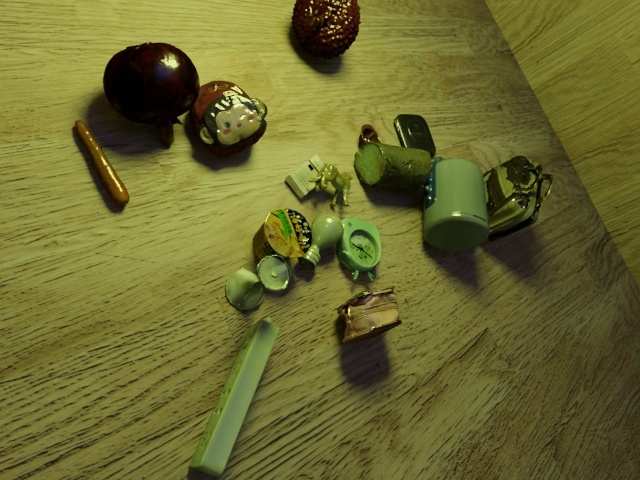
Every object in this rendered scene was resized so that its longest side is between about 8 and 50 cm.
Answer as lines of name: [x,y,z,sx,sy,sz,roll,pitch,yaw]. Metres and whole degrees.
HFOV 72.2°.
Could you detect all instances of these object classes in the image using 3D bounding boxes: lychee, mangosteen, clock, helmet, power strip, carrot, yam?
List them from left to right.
carrot: [-0.542,-0.192,1.084,0.043,0.043,0.248,-28,85,-40]
mangosteen: [-0.427,-0.375,1.150,0.235,0.235,0.262,-35,126,-40]
power strip: [-0.195,0.353,1.055,0.062,0.091,0.385,32,54,-17]
lychee: [0.023,-0.808,1.610,0.264,0.264,0.300,42,31,-13]
clock: [0.124,0.036,1.437,0.159,0.066,0.211,11,65,-31]
helmet: [0.176,-0.377,1.661,0.089,0.057,0.111,-12,78,-35]
yam: [0.282,-0.272,1.621,0.304,0.168,0.168,1,70,-34]

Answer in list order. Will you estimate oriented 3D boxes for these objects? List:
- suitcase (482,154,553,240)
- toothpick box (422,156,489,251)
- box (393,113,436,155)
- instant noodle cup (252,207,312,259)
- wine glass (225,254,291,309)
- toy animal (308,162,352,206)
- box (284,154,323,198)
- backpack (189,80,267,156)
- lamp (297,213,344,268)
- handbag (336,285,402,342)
suitcase: [0.802,-0.181,1.836,0.194,0.339,0.352,38,52,-16]
toothpick box: [0.503,-0.165,1.686,0.263,0.263,0.355,24,55,-25]
box: [0.407,-0.447,1.867,0.212,0.042,0.201,-8,73,-38]
instant noodle cup: [-0.116,-0.002,1.249,0.151,0.122,0.151,15,60,-28]
wine glass: [-0.159,0.105,1.130,0.122,0.183,0.122,14,62,-28]
toy animal: [0.039,-0.202,1.449,0.181,0.073,0.136,34,61,-40]
box: [-0.040,-0.211,1.446,0.084,0.040,0.154,51,51,-6]
backpack: [-0.278,-0.362,1.289,0.229,0.139,0.229,3,81,-20]
lamp: [0.000,0.000,1.350,0.106,0.106,0.193,39,63,-15]
handbag: [0.144,0.222,1.303,0.205,0.179,0.116,-6,67,-38]
